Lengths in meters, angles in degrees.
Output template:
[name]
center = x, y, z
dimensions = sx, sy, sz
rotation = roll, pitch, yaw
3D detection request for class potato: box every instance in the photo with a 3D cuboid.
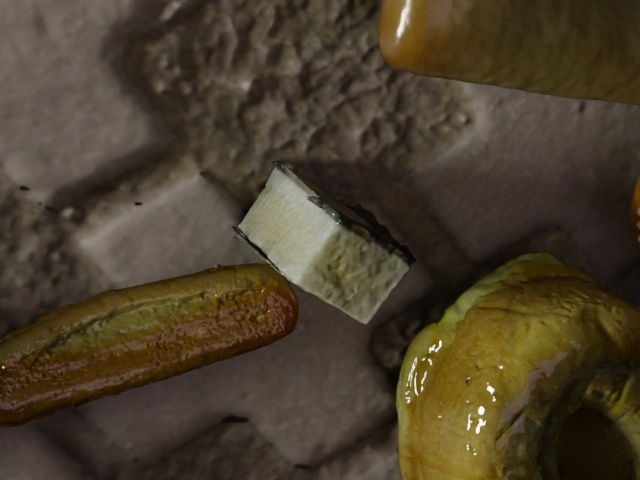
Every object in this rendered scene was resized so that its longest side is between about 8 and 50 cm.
[potato]
center = 0.001, 0.001, 0.924
dimensions = 0.086, 0.122, 0.061
rotation = 30, 96, -28

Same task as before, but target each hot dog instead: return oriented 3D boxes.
[hot dog]
center = -0.118, 0.060, 0.921
dimensions = 0.216, 0.047, 0.066
rotation = -19, 96, -21

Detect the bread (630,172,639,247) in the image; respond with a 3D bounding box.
[bread]
center = 0.361, -0.045, 1.052
dimensions = 0.288, 0.156, 0.204
rotation = -9, 133, -33

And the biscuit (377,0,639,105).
[biscuit]
center = 0.177, -0.213, 0.975
dimensions = 0.291, 0.062, 0.236
rotation = 5, 101, -33

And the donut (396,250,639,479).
[donut]
center = 0.172, 0.148, 1.043
dimensions = 0.208, 0.128, 0.261
rotation = -46, 117, -8
